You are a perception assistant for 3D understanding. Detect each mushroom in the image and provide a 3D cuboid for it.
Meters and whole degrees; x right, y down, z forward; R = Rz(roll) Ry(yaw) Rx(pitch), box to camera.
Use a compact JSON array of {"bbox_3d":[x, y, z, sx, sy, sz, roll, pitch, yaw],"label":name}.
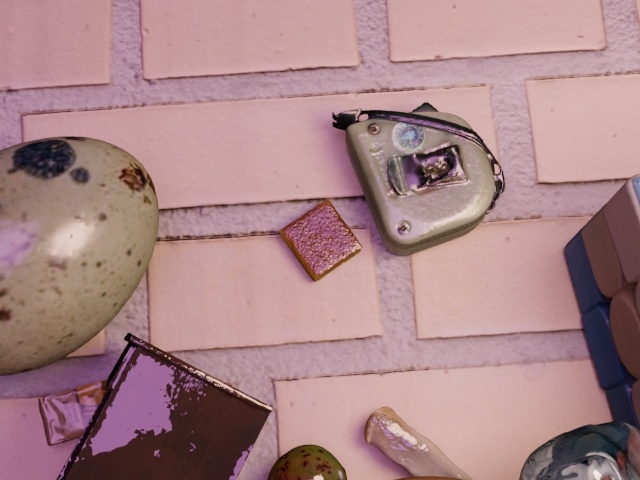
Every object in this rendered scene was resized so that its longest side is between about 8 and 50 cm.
[{"bbox_3d":[0.147,0.312,1.262,0.202,0.054,0.059,38,85,4],"label":"mushroom"}]

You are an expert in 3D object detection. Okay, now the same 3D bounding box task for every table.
[{"bbox_3d":[-0.228,0.287,1.148,0.196,0.250,0.282,30,79,-10],"label":"table"}]

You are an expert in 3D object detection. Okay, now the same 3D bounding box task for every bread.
[{"bbox_3d":[0.000,0.000,1.348,0.090,0.035,0.094,-34,78,-7],"label":"bread"}]

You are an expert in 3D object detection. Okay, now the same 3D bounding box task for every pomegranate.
[{"bbox_3d":[-0.011,0.342,1.217,0.130,0.130,0.130,0,75,1],"label":"pomegranate"}]

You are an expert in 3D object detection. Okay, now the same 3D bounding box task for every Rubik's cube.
[{"bbox_3d":[0.555,0.089,1.159,0.346,0.347,0.344,-12,75,-3],"label":"Rubik's cube"}]

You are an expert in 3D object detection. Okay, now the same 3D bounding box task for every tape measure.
[{"bbox_3d":[0.152,-0.115,1.336,0.207,0.115,0.235,-20,76,-2],"label":"tape measure"},{"bbox_3d":[0.348,0.343,1.017,0.147,0.256,0.275,-33,70,29],"label":"tape measure"}]

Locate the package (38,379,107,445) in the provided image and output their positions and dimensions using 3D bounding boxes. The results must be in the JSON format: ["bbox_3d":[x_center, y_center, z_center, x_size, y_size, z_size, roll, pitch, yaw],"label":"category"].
[{"bbox_3d":[-0.333,0.242,1.283,0.131,0.047,0.071,-17,76,-17],"label":"package"}]

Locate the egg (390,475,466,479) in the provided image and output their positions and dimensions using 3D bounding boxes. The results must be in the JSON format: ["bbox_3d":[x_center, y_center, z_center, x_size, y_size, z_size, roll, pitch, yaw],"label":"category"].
[{"bbox_3d":[0.141,0.442,1.096,0.374,0.301,0.301,4,75,-19],"label":"egg"}]

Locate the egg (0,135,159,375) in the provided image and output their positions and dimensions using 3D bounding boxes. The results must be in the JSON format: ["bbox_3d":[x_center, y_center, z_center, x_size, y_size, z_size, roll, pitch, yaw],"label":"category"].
[{"bbox_3d":[-0.392,0.014,1.219,0.287,0.287,0.379,41,81,10],"label":"egg"}]
